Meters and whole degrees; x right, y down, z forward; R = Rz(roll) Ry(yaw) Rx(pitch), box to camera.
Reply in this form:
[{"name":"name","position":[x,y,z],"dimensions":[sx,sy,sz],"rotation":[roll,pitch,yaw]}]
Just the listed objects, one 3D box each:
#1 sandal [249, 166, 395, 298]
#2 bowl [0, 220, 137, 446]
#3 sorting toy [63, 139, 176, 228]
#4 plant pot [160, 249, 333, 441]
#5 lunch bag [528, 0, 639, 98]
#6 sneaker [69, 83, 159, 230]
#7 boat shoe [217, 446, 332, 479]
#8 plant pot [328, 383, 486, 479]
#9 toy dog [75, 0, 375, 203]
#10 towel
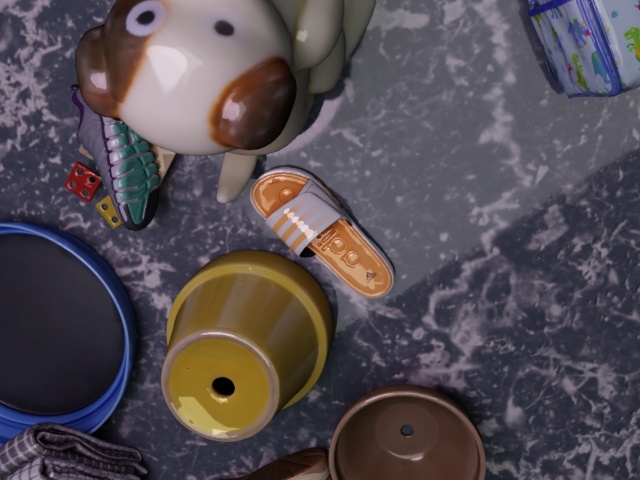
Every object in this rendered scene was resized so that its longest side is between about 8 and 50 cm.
[{"name":"sandal","position":[0.008,-0.007,1.111],"dimensions":[0.265,0.076,0.102],"rotation":[40,106,-4]},{"name":"bowl","position":[-0.486,0.152,1.219],"dimensions":[0.391,0.077,0.391],"rotation":[2,106,7]},{"name":"sorting toy","position":[-0.277,-0.153,1.125],"dimensions":[0.132,0.046,0.274],"rotation":[30,106,-1]},{"name":"plant pot","position":[-0.118,0.165,1.091],"dimensions":[0.254,0.239,0.254],"rotation":[2,106,7]},{"name":"lunch bag","position":[0.334,-0.269,0.926],"dimensions":[0.090,0.219,0.176],"rotation":[-24,101,6]},{"name":"sneaker","position":[-0.302,-0.124,1.085],"dimensions":[0.098,0.083,0.223],"rotation":[0,104,31]},{"name":"boat shoe","position":[-0.122,0.462,1.235],"dimensions":[0.342,0.123,0.123],"rotation":[-25,99,7]},{"name":"plant pot","position":[0.135,0.321,1.165],"dimensions":[0.237,0.110,0.237],"rotation":[2,106,7]},{"name":"toy dog","position":[-0.129,-0.226,0.899],"dimensions":[0.285,0.408,0.395],"rotation":[25,106,1]},{"name":"towel","position":[-0.442,0.404,1.195],"dimensions":[0.235,0.284,0.121],"rotation":[-34,57,9]}]
